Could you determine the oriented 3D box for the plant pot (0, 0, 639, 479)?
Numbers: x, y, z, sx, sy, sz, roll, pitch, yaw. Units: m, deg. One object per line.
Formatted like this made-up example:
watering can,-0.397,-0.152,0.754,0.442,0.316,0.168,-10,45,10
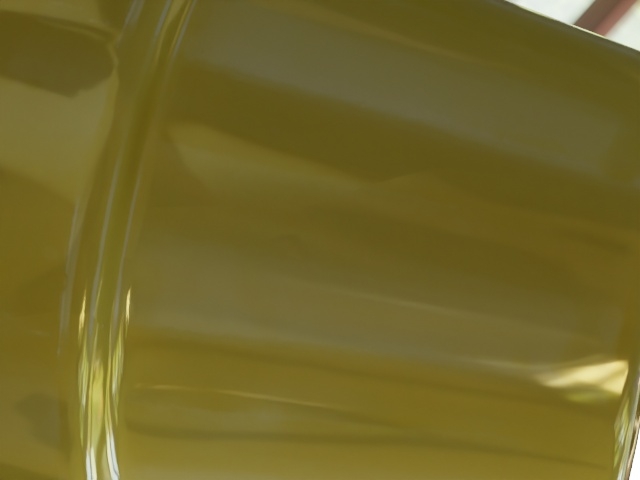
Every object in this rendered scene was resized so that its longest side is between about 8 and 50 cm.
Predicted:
plant pot,0.000,0.000,0.657,0.239,0.254,0.254,10,-171,12
